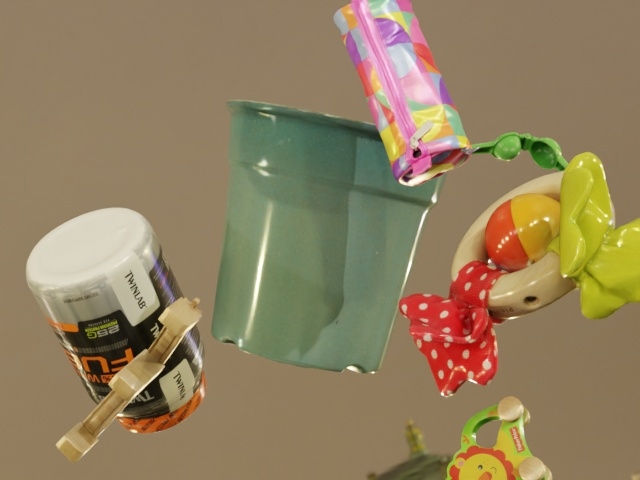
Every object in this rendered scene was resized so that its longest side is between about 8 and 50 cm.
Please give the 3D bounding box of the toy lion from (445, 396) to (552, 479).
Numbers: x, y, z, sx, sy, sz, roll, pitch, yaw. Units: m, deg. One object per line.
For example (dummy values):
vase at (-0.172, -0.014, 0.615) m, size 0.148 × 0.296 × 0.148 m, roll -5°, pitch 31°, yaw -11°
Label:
toy lion at (0.161, 0.209, 0.970) m, size 0.096 × 0.100 × 0.034 m, roll -24°, pitch -34°, yaw 15°

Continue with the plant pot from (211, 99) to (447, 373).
plant pot at (0.000, 0.000, 1.471) m, size 0.341 × 0.334 × 0.341 m, roll 11°, pitch 1°, yaw 0°

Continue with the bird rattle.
bird rattle at (0.190, 0.025, 0.940) m, size 0.143 × 0.207 × 0.253 m, roll 41°, pitch -57°, yaw -17°

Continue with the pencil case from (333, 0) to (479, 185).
pencil case at (0.095, -0.178, 1.186) m, size 0.104 × 0.236 × 0.104 m, roll -20°, pitch -15°, yaw -5°

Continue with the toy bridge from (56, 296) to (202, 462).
toy bridge at (-0.158, 0.115, 0.894) m, size 0.188 × 0.026 × 0.063 m, roll -49°, pitch -3°, yaw 22°

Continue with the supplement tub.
supplement tub at (-0.312, 0.135, 1.645) m, size 0.207 × 0.207 × 0.338 m, roll -20°, pitch -57°, yaw -1°

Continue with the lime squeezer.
lime squeezer at (0.339, -0.134, 1.749) m, size 0.310 × 0.110 × 0.059 m, roll 15°, pitch -23°, yaw 5°
